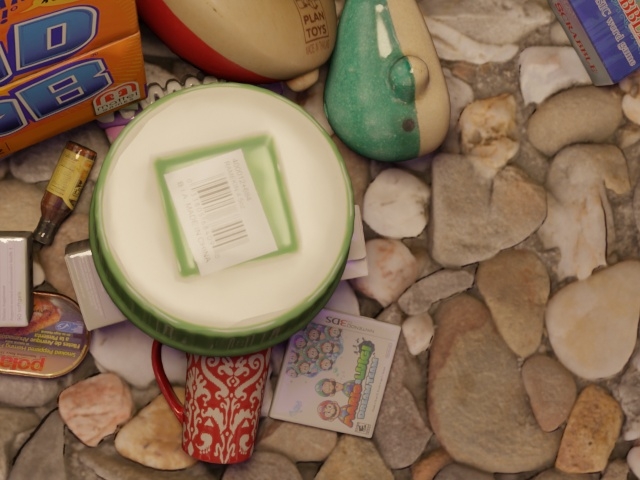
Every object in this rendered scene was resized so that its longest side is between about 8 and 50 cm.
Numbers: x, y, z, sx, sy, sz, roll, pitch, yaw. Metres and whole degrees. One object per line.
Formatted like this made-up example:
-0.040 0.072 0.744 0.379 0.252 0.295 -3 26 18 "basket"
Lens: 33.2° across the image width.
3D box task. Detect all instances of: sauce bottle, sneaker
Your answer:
-0.315 -0.057 1.313 0.042 0.042 0.128 24 94 -13 "sauce bottle"
-0.156 -0.149 1.313 0.237 0.095 0.104 -15 104 -4 "sneaker"

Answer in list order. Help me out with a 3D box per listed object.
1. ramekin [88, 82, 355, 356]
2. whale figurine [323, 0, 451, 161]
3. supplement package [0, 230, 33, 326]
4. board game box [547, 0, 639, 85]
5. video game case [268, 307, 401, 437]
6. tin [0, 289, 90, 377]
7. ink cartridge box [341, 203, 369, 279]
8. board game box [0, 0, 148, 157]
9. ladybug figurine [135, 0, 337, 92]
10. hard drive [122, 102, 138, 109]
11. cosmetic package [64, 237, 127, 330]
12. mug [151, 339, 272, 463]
-0.105 -0.026 1.177 0.304 0.148 0.303 1 83 -7 "ramekin"
0.061 -0.220 1.284 0.141 0.216 0.272 -18 119 -4 "whale figurine"
-0.425 0.043 1.234 0.179 0.105 0.105 -1 96 -11 "supplement package"
0.423 -0.420 1.405 0.318 0.066 0.318 -34 102 -6 "board game box"
0.019 0.172 1.418 0.143 0.019 0.157 14 94 -12 "video game case"
-0.379 0.110 1.323 0.190 0.040 0.106 9 91 -12 "tin"
0.000 0.000 1.330 0.092 0.143 0.089 -10 99 -10 "ink cartridge box"
-0.409 -0.286 1.038 0.357 0.356 0.356 -25 79 -11 "board game box"
-0.147 -0.353 1.208 0.162 0.305 0.449 -29 91 33 "ladybug figurine"
-0.368 -0.246 1.237 0.308 0.040 0.202 -2 76 -6 "hard drive"
-0.181 0.024 1.307 0.238 0.127 0.107 -18 99 -10 "cosmetic package"
-0.132 0.180 1.361 0.113 0.150 0.169 -3 104 -48 "mug"
